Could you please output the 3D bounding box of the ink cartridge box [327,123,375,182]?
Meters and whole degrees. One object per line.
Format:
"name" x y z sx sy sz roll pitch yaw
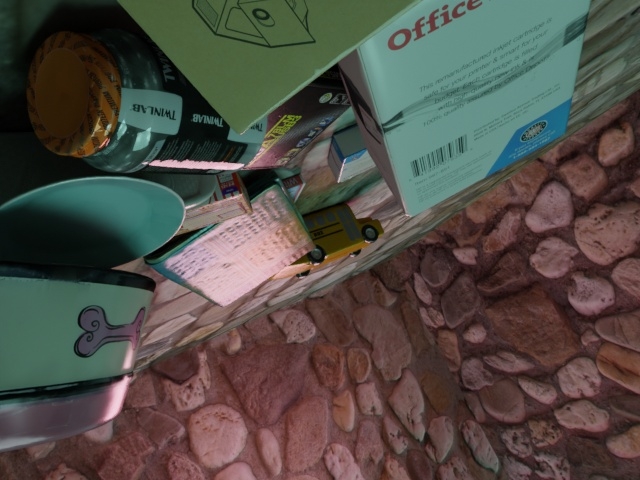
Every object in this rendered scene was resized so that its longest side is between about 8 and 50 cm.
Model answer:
"ink cartridge box" 0.065 -0.161 0.970 0.088 0.052 0.122 -25 168 -10

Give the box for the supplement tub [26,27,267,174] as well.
"supplement tub" -0.144 -0.117 0.479 0.117 0.117 0.190 -33 169 29

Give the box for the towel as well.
"towel" -0.154 0.017 1.058 0.271 0.040 0.370 -32 159 -1

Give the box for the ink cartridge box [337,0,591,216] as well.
"ink cartridge box" 0.139 -0.190 0.559 0.223 0.129 0.307 -28 149 3

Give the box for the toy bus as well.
"toy bus" 0.000 0.000 1.371 0.332 0.130 0.108 -20 167 -34

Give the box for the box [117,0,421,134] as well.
"box" -0.032 -0.189 0.368 0.201 0.164 0.021 -31 -149 18

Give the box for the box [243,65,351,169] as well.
"box" -0.062 -0.156 0.697 0.190 0.045 0.184 -35 169 36

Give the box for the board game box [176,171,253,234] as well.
"board game box" -0.179 -0.051 0.779 0.146 0.045 0.193 -17 177 -5

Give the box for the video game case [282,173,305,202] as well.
"video game case" -0.179 -0.033 1.054 0.285 0.025 0.204 -24 169 -22

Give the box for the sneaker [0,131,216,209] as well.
"sneaker" -0.267 -0.045 0.585 0.295 0.105 0.147 -9 162 -42

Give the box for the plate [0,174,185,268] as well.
"plate" -0.224 -0.015 0.511 0.188 0.024 0.188 -20 160 -8

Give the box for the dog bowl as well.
"dog bowl" -0.376 0.117 0.532 0.408 0.150 0.408 -4 170 -1
